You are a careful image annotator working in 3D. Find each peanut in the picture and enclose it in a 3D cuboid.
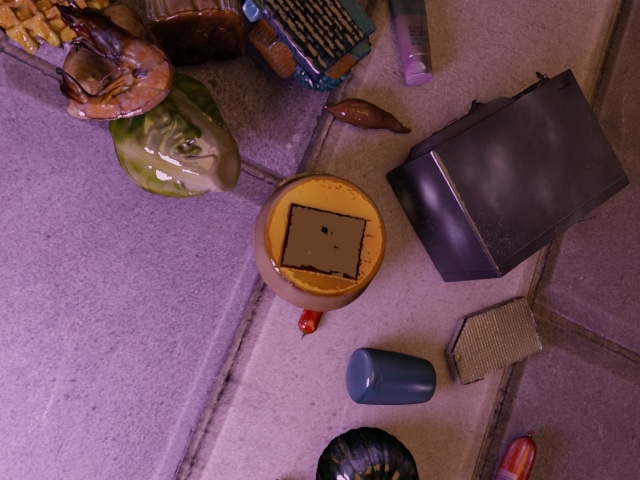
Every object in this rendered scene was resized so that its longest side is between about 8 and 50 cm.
[{"bbox_3d":[-0.423,-0.349,1.209,0.137,0.122,0.253,28,76,18],"label":"peanut"}]

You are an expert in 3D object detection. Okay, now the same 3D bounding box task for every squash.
[{"bbox_3d":[0.099,0.496,1.282,0.218,0.172,0.218,2,83,-17],"label":"squash"}]

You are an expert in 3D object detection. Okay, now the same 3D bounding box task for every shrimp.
[{"bbox_3d":[-0.398,-0.311,1.106,0.289,0.075,0.178,33,82,7],"label":"shrimp"}]

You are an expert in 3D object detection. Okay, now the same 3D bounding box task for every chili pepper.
[{"bbox_3d":[-0.004,0.135,1.361,0.045,0.027,0.178,28,73,-14],"label":"chili pepper"}]

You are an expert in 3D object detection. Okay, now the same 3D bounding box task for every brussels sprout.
[{"bbox_3d":[-0.279,-0.192,1.187,0.271,0.210,0.219,31,57,18],"label":"brussels sprout"}]

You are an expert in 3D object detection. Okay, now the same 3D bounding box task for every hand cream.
[{"bbox_3d":[0.222,-0.538,1.492,0.111,0.070,0.313,-6,82,-17],"label":"hand cream"}]

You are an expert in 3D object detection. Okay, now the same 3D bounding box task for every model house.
[{"bbox_3d":[-0.052,-0.414,1.243,0.261,0.226,0.241,48,35,-9],"label":"model house"}]

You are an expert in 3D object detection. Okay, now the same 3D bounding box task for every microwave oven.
[{"bbox_3d":[0.428,-0.152,1.432,0.431,0.236,0.375,-31,95,-20],"label":"microwave oven"}]

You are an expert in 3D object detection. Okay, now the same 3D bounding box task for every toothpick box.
[{"bbox_3d":[0.159,0.303,1.353,0.184,0.120,0.121,9,81,-21],"label":"toothpick box"}]

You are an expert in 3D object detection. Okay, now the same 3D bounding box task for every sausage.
[{"bbox_3d":[0.447,0.574,1.451,0.074,0.074,0.274,31,74,-14],"label":"sausage"}]

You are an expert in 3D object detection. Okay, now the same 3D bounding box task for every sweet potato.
[{"bbox_3d":[0.122,-0.288,1.431,0.226,0.068,0.068,11,81,-19],"label":"sweet potato"}]

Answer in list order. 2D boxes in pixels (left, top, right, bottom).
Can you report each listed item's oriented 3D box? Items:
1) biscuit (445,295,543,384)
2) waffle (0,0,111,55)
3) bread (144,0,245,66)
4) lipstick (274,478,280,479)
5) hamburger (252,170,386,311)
[{"bbox_3d":[0.411,0.240,1.484,0.252,0.052,0.150,-18,87,-22],"label":"biscuit"},{"bbox_3d":[-0.556,-0.538,1.219,0.328,0.062,0.330,2,84,-19],"label":"waffle"},{"bbox_3d":[-0.249,-0.434,1.236,0.192,0.210,0.110,-10,79,-10],"label":"bread"},{"bbox_3d":[-0.119,0.590,1.261,0.063,0.057,0.186,32,80,15],"label":"lipstick"},{"bbox_3d":[0.000,0.000,1.295,0.299,0.176,0.301,2,81,-14],"label":"hamburger"}]
